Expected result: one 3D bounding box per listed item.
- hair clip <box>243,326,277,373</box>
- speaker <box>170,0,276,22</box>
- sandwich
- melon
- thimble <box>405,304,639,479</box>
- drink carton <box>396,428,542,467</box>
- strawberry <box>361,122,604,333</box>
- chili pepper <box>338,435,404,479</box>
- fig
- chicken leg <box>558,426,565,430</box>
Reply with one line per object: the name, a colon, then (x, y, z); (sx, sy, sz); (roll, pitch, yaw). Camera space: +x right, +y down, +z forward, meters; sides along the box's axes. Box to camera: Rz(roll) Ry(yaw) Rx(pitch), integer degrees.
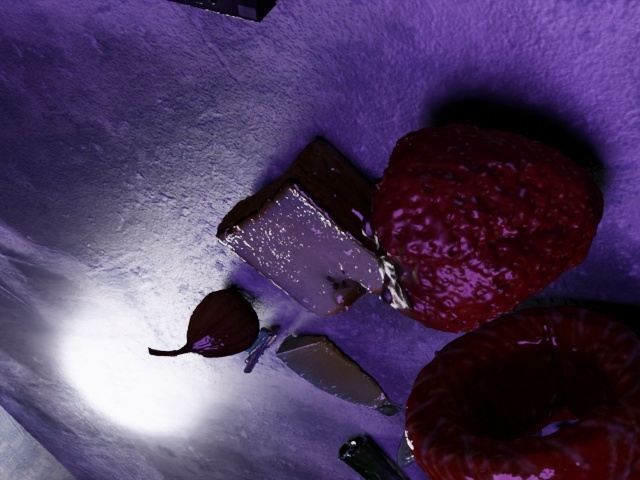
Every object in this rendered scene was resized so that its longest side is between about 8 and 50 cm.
hair clip: (-0.126, 0.212, 1.717); (0.049, 0.049, 0.173); (34, 140, -1)
speaker: (-0.152, -0.323, 1.089); (0.191, 0.046, 0.040); (19, 144, 21)
sandwich: (0.001, -0.001, 1.313); (0.249, 0.095, 0.273); (42, 145, -11)
melon: (0.045, 0.255, 1.647); (0.262, 0.053, 0.114); (35, 127, -8)
thimble: (0.310, 0.259, 1.176); (0.350, 0.350, 0.230); (-2, 128, 40)
drink carton: (0.257, 0.327, 1.452); (0.190, 0.185, 0.191); (25, 144, -7)
strawberry: (0.198, -0.021, 1.032); (0.277, 0.257, 0.257); (-2, 136, 11)
chili pepper: (0.142, 0.509, 1.849); (0.227, 0.059, 0.088); (42, 140, -15)
fig: (-0.217, 0.178, 1.616); (0.134, 0.201, 0.146); (46, 137, 17)
chicken leg: (0.461, 0.386, 1.446); (0.198, 0.069, 0.085); (49, 167, -10)
